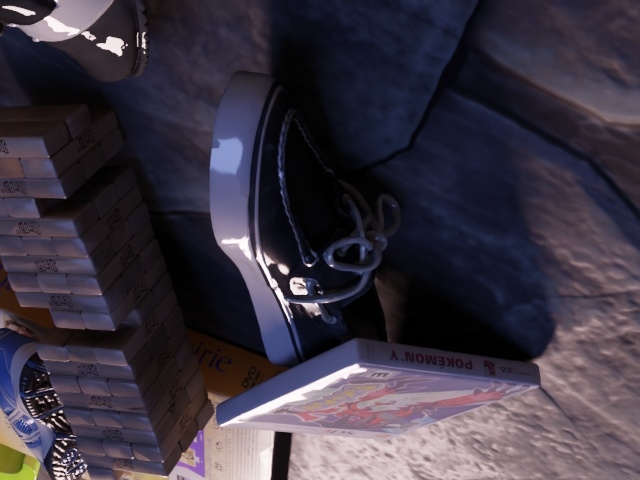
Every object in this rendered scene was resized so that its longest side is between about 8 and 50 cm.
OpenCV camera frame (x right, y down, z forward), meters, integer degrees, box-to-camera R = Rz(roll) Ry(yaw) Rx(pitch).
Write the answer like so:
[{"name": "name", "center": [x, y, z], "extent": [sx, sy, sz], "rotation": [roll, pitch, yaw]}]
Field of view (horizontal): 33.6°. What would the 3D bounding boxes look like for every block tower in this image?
[{"name": "block tower", "center": [-0.183, 0.047, 0.872], "extent": [0.097, 0.091, 0.335], "rotation": [2, 122, 25]}]

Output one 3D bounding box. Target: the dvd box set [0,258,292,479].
[{"name": "dvd box set", "center": [-0.232, 0.165, 1.112], "extent": [0.420, 0.062, 0.307], "rotation": [19, 141, 12]}]

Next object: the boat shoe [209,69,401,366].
[{"name": "boat shoe", "center": [-0.001, 0.004, 0.753], "extent": [0.105, 0.113, 0.306], "rotation": [7, 140, 15]}]

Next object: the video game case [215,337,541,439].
[{"name": "video game case", "center": [0.043, 0.127, 0.859], "extent": [0.183, 0.023, 0.201], "rotation": [11, 152, -33]}]

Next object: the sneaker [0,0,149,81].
[{"name": "sneaker", "center": [-0.183, -0.176, 0.573], "extent": [0.330, 0.146, 0.122], "rotation": [85, 162, -70]}]

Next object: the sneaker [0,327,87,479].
[{"name": "sneaker", "center": [-0.262, 0.159, 1.024], "extent": [0.081, 0.080, 0.211], "rotation": [28, 142, 29]}]

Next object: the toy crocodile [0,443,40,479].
[{"name": "toy crocodile", "center": [-0.498, 0.211, 1.284], "extent": [0.340, 0.115, 0.105], "rotation": [34, 136, -10]}]
